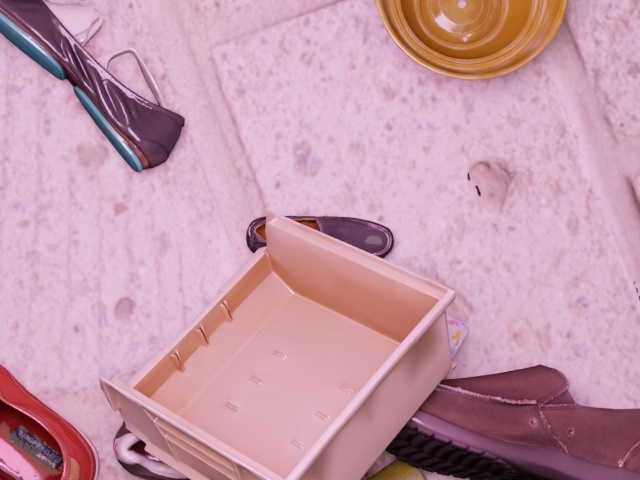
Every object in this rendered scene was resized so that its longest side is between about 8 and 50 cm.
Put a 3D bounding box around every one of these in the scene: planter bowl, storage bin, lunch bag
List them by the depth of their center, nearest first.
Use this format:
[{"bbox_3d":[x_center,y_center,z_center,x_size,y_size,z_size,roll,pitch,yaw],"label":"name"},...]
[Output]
[{"bbox_3d":[-0.040,0.126,1.167,0.260,0.123,0.262,24,57,32],"label":"storage bin"},{"bbox_3d":[0.120,0.115,1.318,0.071,0.053,0.083,29,97,1],"label":"lunch bag"},{"bbox_3d":[0.166,-0.281,1.327,0.217,0.090,0.217,0,87,-1],"label":"planter bowl"}]

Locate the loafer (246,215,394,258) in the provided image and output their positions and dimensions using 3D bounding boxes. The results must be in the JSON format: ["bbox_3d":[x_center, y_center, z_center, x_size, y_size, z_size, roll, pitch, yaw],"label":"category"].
[{"bbox_3d":[0.000,0.000,1.318,0.170,0.061,0.062,-1,85,-2],"label":"loafer"}]

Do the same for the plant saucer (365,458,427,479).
[{"bbox_3d":[0.090,0.348,1.248,0.188,0.045,0.188,-23,86,-44],"label":"plant saucer"}]

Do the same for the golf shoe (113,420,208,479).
[{"bbox_3d":[-0.090,0.229,1.273,0.273,0.120,0.105,-4,85,-3],"label":"golf shoe"}]

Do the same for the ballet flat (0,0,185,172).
[{"bbox_3d":[-0.264,-0.201,1.318,0.280,0.095,0.096,46,76,-8],"label":"ballet flat"}]

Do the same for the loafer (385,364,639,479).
[{"bbox_3d":[0.211,0.200,1.283,0.366,0.134,0.130,18,65,-13],"label":"loafer"}]

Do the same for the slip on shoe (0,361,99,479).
[{"bbox_3d":[-0.393,0.182,1.277,0.331,0.101,0.123,34,88,2],"label":"slip on shoe"}]
